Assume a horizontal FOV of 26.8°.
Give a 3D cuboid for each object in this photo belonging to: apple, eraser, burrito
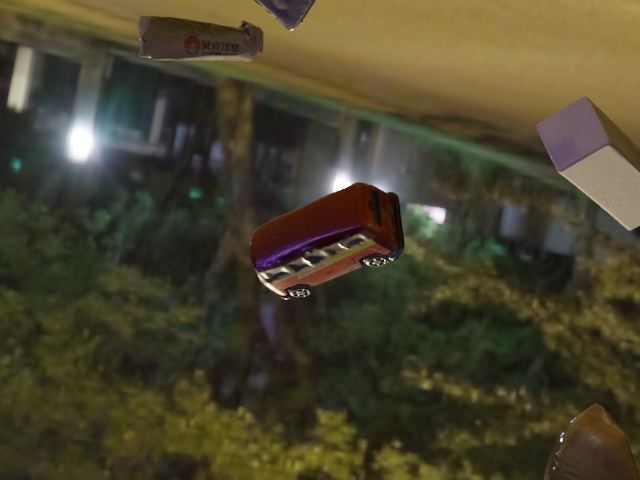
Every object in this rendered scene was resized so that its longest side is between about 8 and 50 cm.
[{"bbox_3d":[0.373,0.371,1.809,0.120,0.265,0.193,-6,-174,-9],"label":"apple"},{"bbox_3d":[0.386,-0.097,1.792,0.078,0.076,0.298,-31,152,20],"label":"eraser"},{"bbox_3d":[-0.171,-0.286,1.911,0.203,0.064,0.064,-3,-172,-30],"label":"burrito"}]

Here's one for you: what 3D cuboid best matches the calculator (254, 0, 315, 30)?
[{"bbox_3d":[-0.030,-0.324,1.252,0.161,0.021,0.261,41,142,3],"label":"calculator"}]

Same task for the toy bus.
[{"bbox_3d":[0.000,0.000,2.176,0.265,0.121,0.120,-23,148,30],"label":"toy bus"}]
